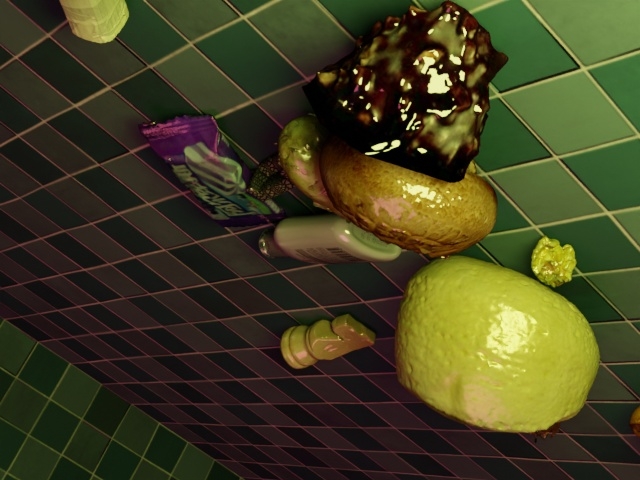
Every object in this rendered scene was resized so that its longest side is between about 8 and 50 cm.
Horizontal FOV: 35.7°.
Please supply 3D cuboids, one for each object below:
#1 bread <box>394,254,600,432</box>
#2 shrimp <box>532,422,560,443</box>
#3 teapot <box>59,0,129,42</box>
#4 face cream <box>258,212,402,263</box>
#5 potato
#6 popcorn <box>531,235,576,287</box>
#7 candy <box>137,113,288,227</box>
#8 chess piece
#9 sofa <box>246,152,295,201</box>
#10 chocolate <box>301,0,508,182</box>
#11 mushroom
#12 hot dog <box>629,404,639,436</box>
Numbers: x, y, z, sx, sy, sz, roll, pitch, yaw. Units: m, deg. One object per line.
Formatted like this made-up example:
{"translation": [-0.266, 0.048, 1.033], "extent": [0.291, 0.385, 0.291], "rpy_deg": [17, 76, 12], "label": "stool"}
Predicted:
{"translation": [0.267, 0.156, 1.535], "extent": [0.321, 0.237, 0.320], "rpy_deg": [19, -174, -2], "label": "bread"}
{"translation": [0.403, 0.322, 1.915], "extent": [0.150, 0.068, 0.248], "rpy_deg": [21, 150, 37], "label": "shrimp"}
{"translation": [-0.323, -0.344, 1.296], "extent": [0.077, 0.107, 0.200], "rpy_deg": [20, 152, 17], "label": "teapot"}
{"translation": [0.000, 0.000, 1.651], "extent": [0.144, 0.071, 0.291], "rpy_deg": [20, 165, -33], "label": "face cream"}
{"translation": [0.017, -0.098, 1.440], "extent": [0.090, 0.117, 0.225], "rpy_deg": [-10, 148, 34], "label": "potato"}
{"translation": [0.337, 0.033, 1.456], "extent": [0.068, 0.059, 0.083], "rpy_deg": [-2, 133, 43], "label": "popcorn"}
{"translation": [-0.172, -0.108, 1.635], "extent": [0.145, 0.070, 0.275], "rpy_deg": [-4, 139, 31], "label": "candy"}
{"translation": [0.016, 0.200, 2.019], "extent": [0.200, 0.090, 0.090], "rpy_deg": [-20, 129, 41], "label": "chess piece"}
{"translation": [-0.064, -0.105, 1.551], "extent": [0.039, 0.060, 0.118], "rpy_deg": [33, 152, -22], "label": "sofa"}
{"translation": [0.120, -0.203, 1.169], "extent": [0.224, 0.206, 0.177], "rpy_deg": [17, 119, -27], "label": "chocolate"}
{"translation": [0.111, -0.071, 1.299], "extent": [0.253, 0.153, 0.253], "rpy_deg": [25, -171, -4], "label": "mushroom"}
{"translation": [0.652, 0.299, 1.619], "extent": [0.135, 0.100, 0.337], "rpy_deg": [48, 146, -21], "label": "hot dog"}
